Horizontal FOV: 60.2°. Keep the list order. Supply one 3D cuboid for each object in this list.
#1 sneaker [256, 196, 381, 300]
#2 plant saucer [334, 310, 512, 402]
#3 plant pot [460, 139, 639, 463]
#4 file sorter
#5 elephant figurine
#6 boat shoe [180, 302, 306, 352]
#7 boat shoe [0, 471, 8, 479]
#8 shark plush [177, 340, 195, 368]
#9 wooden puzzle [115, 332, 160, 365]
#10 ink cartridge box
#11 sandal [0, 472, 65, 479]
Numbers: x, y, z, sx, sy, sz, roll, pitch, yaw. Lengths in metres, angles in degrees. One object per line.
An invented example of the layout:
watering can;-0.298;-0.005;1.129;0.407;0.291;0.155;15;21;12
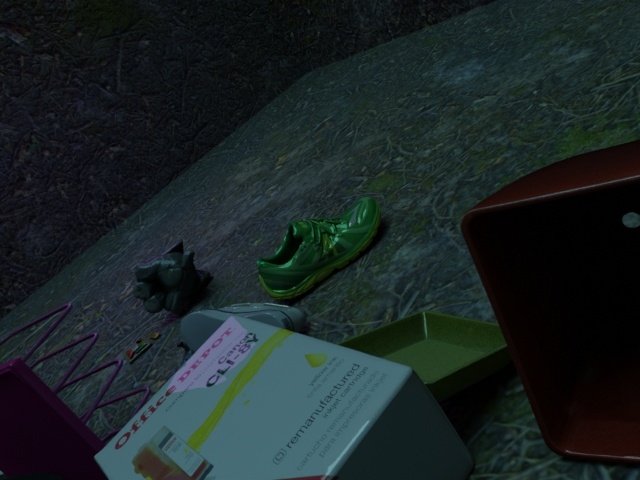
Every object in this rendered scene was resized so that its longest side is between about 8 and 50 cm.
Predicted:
sneaker;0.000;0.000;1.110;0.295;0.123;0.109;-38;23;-10
plant saucer;0.132;0.144;0.685;0.188;0.045;0.188;-14;10;-34
plant pot;0.331;0.021;0.502;0.267;0.267;0.236;-12;19;41
file sorter;-0.425;0.281;0.925;0.202;0.290;0.182;-25;22;21
elephant figurine;-0.379;0.082;1.438;0.186;0.169;0.239;-1;12;5
boat shoe;-0.147;0.160;1.034;0.267;0.096;0.088;-14;4;34
boat shoe;-0.575;0.470;1.052;0.233;0.084;0.079;-24;63;7
shark plush;-0.266;0.224;1.099;0.073;0.067;0.161;-19;27;31
wooden puzzle;-0.442;0.261;1.329;0.116;0.014;0.078;-47;26;-26
ink cartridge box;-0.069;0.259;0.654;0.279;0.160;0.385;-46;26;-25
sandal;-0.321;0.370;0.690;0.446;0.107;0.167;5;6;38
